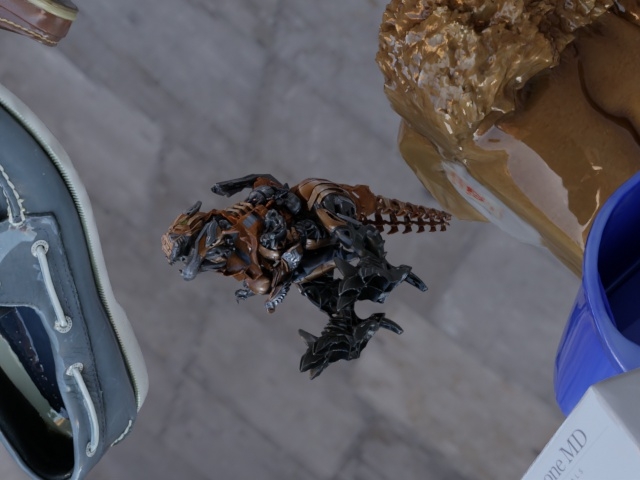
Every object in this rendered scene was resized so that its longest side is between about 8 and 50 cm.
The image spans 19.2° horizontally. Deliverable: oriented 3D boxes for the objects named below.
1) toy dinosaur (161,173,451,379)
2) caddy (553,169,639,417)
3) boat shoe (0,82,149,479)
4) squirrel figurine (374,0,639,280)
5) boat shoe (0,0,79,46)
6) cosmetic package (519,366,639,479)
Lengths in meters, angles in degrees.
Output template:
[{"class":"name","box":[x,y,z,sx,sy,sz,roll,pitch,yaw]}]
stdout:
[{"class":"toy dinosaur","box":[0.000,0.000,2.009,0.218,0.322,0.164,59,165,30]},{"class":"caddy","box":[0.308,0.033,1.226,0.241,0.341,0.179,41,146,18]},{"class":"boat shoe","box":[-0.202,0.024,1.189,0.116,0.099,0.319,-3,129,26]},{"class":"squirrel figurine","box":[0.240,-0.200,1.714,0.281,0.370,0.397,31,168,50]},{"class":"boat shoe","box":[-0.206,-0.131,0.970,0.178,0.060,0.064,23,-176,17]},{"class":"cosmetic package","box":[0.206,0.187,0.989,0.231,0.085,0.117,52,135,25]}]
